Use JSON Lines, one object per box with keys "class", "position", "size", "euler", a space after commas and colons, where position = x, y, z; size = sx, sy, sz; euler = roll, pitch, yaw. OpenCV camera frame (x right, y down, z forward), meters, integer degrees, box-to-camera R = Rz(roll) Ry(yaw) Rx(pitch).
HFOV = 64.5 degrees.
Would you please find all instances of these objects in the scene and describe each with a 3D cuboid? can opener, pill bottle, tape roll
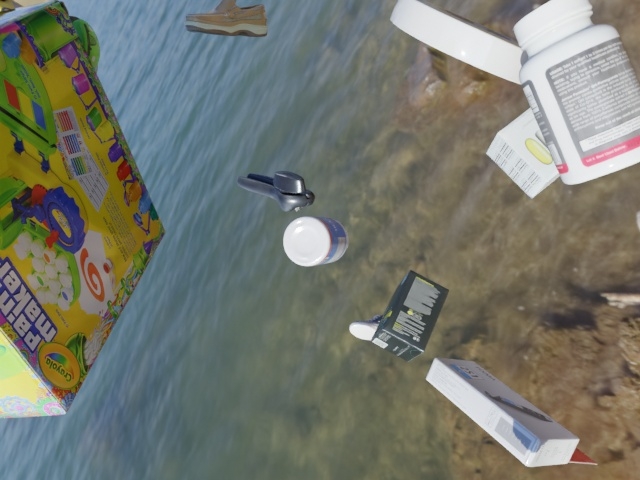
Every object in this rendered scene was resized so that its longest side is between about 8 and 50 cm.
{"class": "can opener", "position": [-0.082, -0.097, 0.927], "size": [0.186, 0.059, 0.073], "euler": [19, 112, 45]}
{"class": "pill bottle", "position": [0.000, 0.000, 1.323], "size": [0.124, 0.221, 0.124], "euler": [0, 91, 19]}
{"class": "pill bottle", "position": [0.481, -0.280, 0.939], "size": [0.176, 0.176, 0.319], "euler": [-22, 93, 46]}
{"class": "tape roll", "position": [0.359, -0.482, 1.215], "size": [0.072, 0.391, 0.392], "euler": [-65, 31, 29]}

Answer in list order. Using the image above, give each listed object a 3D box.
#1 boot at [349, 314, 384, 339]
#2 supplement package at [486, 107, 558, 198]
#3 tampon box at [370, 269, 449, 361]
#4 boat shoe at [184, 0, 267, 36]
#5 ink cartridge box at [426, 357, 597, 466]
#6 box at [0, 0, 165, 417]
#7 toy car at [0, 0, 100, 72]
{"class": "boot", "position": [0.187, 0.297, 1.761], "size": [0.086, 0.189, 0.069], "euler": [-92, 24, -50]}
{"class": "supplement package", "position": [0.655, -0.278, 1.524], "size": [0.194, 0.149, 0.203], "euler": [-38, 76, -5]}
{"class": "tampon box", "position": [0.202, 0.172, 1.151], "size": [0.161, 0.101, 0.120], "euler": [-60, -5, -25]}
{"class": "boat shoe", "position": [-0.175, -0.422, 0.945], "size": [0.068, 0.190, 0.072], "euler": [21, 119, 29]}
{"class": "ink cartridge box", "position": [0.420, 0.365, 1.104], "size": [0.296, 0.261, 0.066], "euler": [35, 107, 55]}
{"class": "box", "position": [-0.320, -0.033, 0.485], "size": [0.176, 0.290, 0.279], "euler": [-6, 35, 9]}
{"class": "toy car", "position": [-0.331, -0.205, 0.607], "size": [0.224, 0.053, 0.239], "euler": [-3, 94, 31]}
